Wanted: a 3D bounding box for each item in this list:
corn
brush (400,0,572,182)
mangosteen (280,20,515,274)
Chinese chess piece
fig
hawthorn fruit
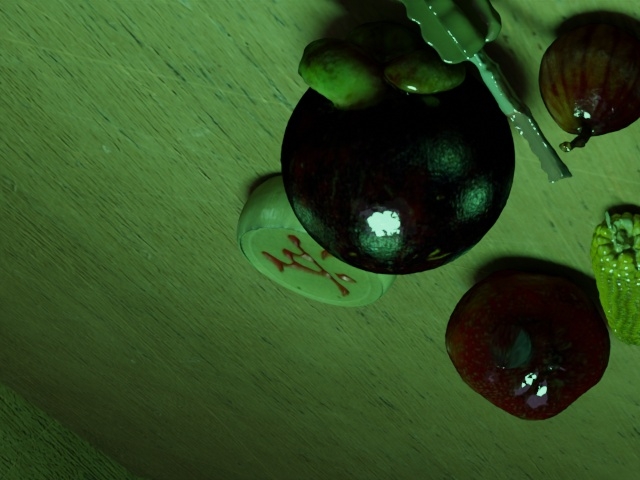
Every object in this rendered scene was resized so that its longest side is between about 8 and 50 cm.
[{"bbox_3d":[0.421,0.058,1.948,0.101,0.101,0.310,9,153,22],"label":"corn"},{"bbox_3d":[0.175,-0.186,1.526,0.301,0.071,0.084,53,154,-9],"label":"brush"},{"bbox_3d":[0.086,-0.104,1.650,0.288,0.288,0.288,16,157,7],"label":"mangosteen"},{"bbox_3d":[0.000,0.000,2.141,0.250,0.103,0.250,17,156,8],"label":"Chinese chess piece"},{"bbox_3d":[0.295,-0.163,1.529,0.128,0.150,0.128,-3,125,-5],"label":"fig"},{"bbox_3d":[0.281,0.146,2.134,0.230,0.210,0.266,23,174,-26],"label":"hawthorn fruit"}]
